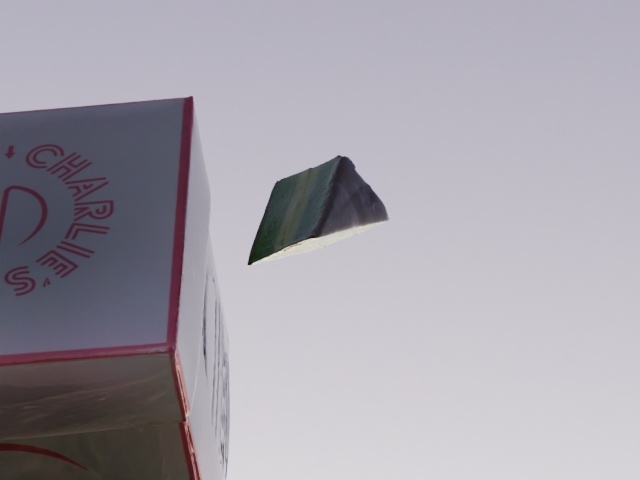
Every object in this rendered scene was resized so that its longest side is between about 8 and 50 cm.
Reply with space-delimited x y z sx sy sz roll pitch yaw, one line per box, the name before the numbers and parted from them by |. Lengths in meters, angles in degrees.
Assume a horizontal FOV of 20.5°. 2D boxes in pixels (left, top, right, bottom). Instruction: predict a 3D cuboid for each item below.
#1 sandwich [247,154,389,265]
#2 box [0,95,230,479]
sandwich | 0.000 0.000 1.396 0.074 0.116 0.074 -22 -61 27
box | -0.240 0.096 1.468 0.312 0.314 0.300 -4 -49 2
